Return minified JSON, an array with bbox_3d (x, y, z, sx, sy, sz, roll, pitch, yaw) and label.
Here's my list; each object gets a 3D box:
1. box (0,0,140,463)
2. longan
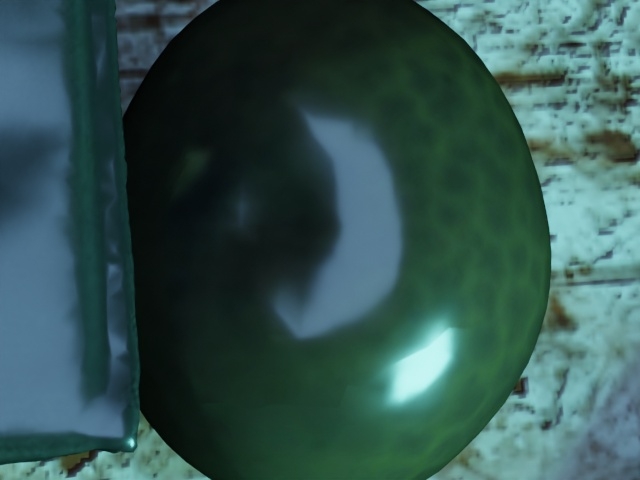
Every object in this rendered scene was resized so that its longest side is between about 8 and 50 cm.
[{"bbox_3d":[-0.187,-0.074,0.587,0.204,0.251,0.345,-2,82,-14],"label":"box"},{"bbox_3d":[0.000,0.000,0.654,0.198,0.198,0.213,-11,85,-15],"label":"longan"}]
